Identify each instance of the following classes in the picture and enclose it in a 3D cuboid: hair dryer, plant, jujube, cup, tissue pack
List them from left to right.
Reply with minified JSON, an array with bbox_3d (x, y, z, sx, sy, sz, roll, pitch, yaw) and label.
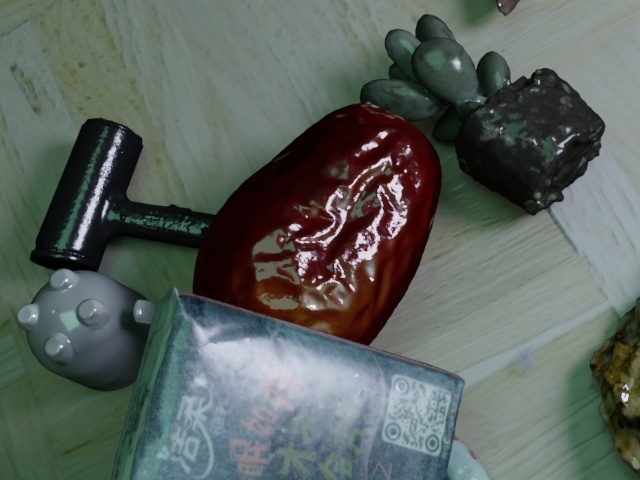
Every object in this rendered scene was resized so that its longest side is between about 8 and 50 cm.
[{"bbox_3d":[-0.266,0.111,1.226,0.173,0.142,0.134,25,81,22],"label":"cup"},{"bbox_3d":[-0.221,-0.034,1.306,0.251,0.089,0.197,14,74,11],"label":"hair dryer"},{"bbox_3d":[-0.028,0.198,0.987,0.315,0.103,0.228,19,75,-18],"label":"tissue pack"},{"bbox_3d":[0.000,0.000,1.146,0.223,0.223,0.318,32,81,24],"label":"jujube"},{"bbox_3d":[0.184,-0.153,1.178,0.274,0.149,0.146,36,67,22],"label":"plant"}]

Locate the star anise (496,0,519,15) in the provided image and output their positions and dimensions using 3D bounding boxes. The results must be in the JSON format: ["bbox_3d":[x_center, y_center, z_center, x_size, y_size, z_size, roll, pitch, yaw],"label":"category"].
[{"bbox_3d":[0.262,-0.430,1.264,0.292,0.109,0.349,-40,66,7],"label":"star anise"}]

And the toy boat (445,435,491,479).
[{"bbox_3d":[0.092,0.254,1.106,0.207,0.079,0.134,30,80,25],"label":"toy boat"}]

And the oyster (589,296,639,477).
[{"bbox_3d":[0.421,0.059,1.044,0.396,0.111,0.204,-45,54,1],"label":"oyster"}]
